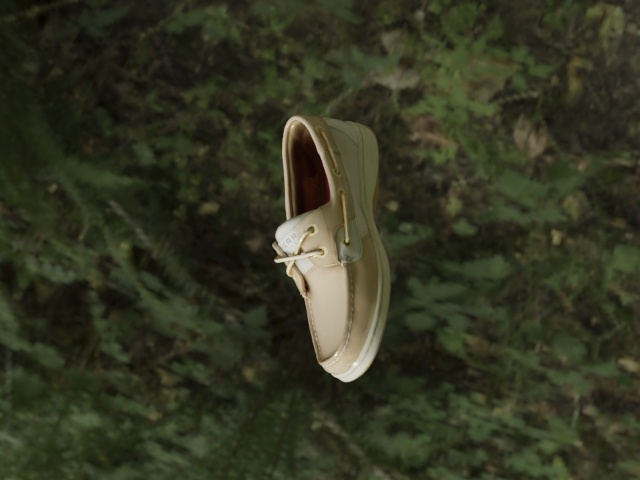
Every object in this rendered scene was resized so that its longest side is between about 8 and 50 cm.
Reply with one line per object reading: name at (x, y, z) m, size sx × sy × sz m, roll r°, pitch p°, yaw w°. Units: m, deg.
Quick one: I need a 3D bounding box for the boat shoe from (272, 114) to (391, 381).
boat shoe at (0.000, 0.000, 0.756) m, size 0.059 × 0.170 × 0.063 m, roll 17°, pitch 142°, yaw -29°
